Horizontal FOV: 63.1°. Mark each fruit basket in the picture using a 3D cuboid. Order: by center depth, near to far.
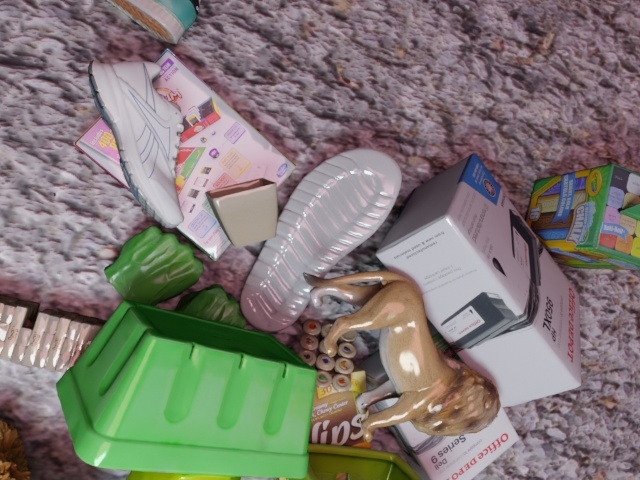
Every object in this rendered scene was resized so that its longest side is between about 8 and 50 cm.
[{"bbox_3d":[-0.209,0.317,0.800,0.393,0.283,0.391,-9,107,-31],"label":"fruit basket"}]

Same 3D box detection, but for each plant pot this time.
[{"bbox_3d":[0.056,0.494,0.872,0.227,0.228,0.207,14,91,-18],"label":"plant pot"},{"bbox_3d":[-0.131,-0.047,0.913,0.109,0.109,0.096,-16,107,-16],"label":"plant pot"}]

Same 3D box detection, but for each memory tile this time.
[{"bbox_3d":[0.012,0.218,1.003,0.113,0.012,0.148,13,44,-1],"label":"memory tile"}]

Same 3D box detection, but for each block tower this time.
[{"bbox_3d":[-0.476,0.157,0.877,0.336,0.097,0.090,17,83,-14],"label":"block tower"}]

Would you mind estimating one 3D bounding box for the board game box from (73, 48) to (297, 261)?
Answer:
[{"bbox_3d":[-0.239,-0.152,0.966,0.316,0.064,0.242,42,78,-11],"label":"board game box"}]

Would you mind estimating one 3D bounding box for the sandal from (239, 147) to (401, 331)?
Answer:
[{"bbox_3d":[-0.012,-0.010,1.019,0.169,0.102,0.416,41,91,3],"label":"sandal"}]

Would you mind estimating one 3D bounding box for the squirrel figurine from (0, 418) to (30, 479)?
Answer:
[{"bbox_3d":[-0.497,0.450,0.737,0.370,0.281,0.396,-40,72,16],"label":"squirrel figurine"}]

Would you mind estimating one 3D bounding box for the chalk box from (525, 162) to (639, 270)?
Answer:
[{"bbox_3d":[0.596,-0.040,1.091,0.181,0.289,0.179,17,84,-15],"label":"chalk box"}]

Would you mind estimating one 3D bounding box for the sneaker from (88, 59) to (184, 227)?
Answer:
[{"bbox_3d":[-0.280,-0.166,0.868,0.130,0.111,0.296,-21,96,-21],"label":"sneaker"}]

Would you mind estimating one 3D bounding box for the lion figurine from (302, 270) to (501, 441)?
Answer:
[{"bbox_3d":[0.146,0.186,0.895,0.240,0.142,0.391,-23,104,4],"label":"lion figurine"}]

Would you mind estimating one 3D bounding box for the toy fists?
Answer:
[{"bbox_3d":[-0.247,0.102,0.946,0.142,0.096,0.279,-37,100,-1],"label":"toy fists"}]

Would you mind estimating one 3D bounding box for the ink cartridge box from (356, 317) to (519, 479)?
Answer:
[{"bbox_3d":[0.239,0.333,1.066,0.211,0.121,0.289,-32,97,-15],"label":"ink cartridge box"}]

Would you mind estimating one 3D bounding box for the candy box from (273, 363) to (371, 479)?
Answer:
[{"bbox_3d":[0.001,0.411,1.013,0.183,0.087,0.316,-4,91,-18],"label":"candy box"}]

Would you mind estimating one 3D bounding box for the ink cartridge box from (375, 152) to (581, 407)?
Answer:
[{"bbox_3d":[0.323,0.071,1.008,0.395,0.166,0.285,50,38,-10],"label":"ink cartridge box"}]

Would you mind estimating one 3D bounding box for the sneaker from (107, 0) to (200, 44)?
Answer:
[{"bbox_3d":[-0.351,-0.492,0.924,0.302,0.108,0.121,36,79,-21],"label":"sneaker"}]
